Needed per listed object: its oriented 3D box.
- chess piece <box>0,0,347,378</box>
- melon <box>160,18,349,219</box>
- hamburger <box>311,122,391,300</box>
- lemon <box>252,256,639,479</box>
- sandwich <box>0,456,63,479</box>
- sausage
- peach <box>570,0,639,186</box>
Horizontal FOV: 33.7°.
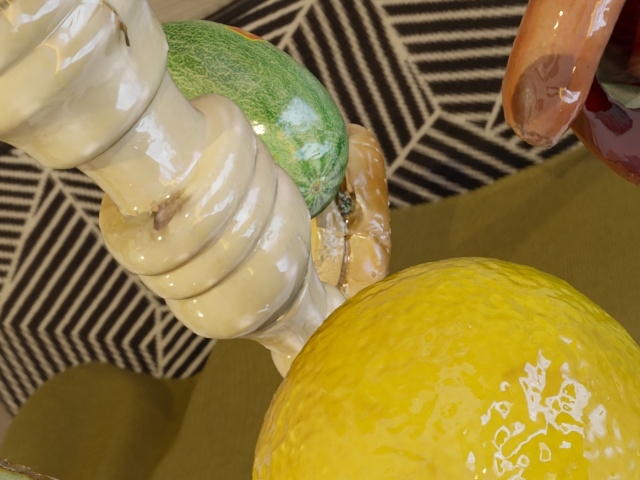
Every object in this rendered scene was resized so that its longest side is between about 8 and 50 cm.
[{"bbox_3d":[-0.074,-0.033,0.575,0.124,0.139,0.307,-41,123,-2],"label":"chess piece"},{"bbox_3d":[-0.103,-0.116,1.012,0.288,0.182,0.182,31,114,23],"label":"melon"},{"bbox_3d":[0.000,0.000,1.260,0.146,0.243,0.286,7,102,-20],"label":"hamburger"},{"bbox_3d":[0.065,0.102,0.465,0.187,0.244,0.187,8,124,13],"label":"lemon"},{"bbox_3d":[-0.284,0.203,0.640,0.245,0.063,0.212,26,109,-19],"label":"sandwich"},{"bbox_3d":[0.269,-0.292,1.006,0.094,0.094,0.419,28,104,36],"label":"sausage"},{"bbox_3d":[0.409,-0.235,1.148,0.335,0.310,0.406,29,132,23],"label":"peach"}]
